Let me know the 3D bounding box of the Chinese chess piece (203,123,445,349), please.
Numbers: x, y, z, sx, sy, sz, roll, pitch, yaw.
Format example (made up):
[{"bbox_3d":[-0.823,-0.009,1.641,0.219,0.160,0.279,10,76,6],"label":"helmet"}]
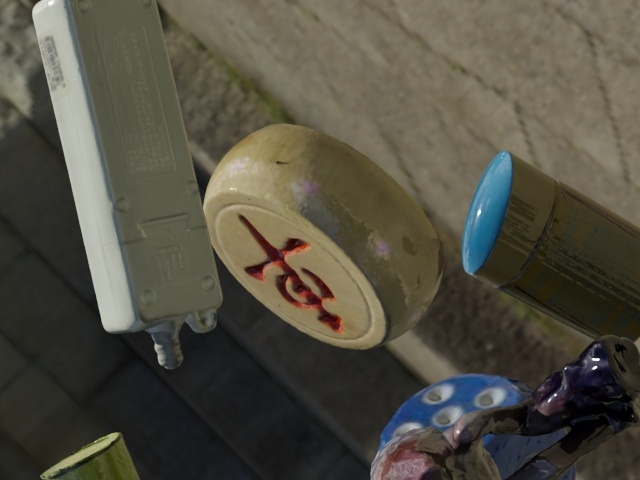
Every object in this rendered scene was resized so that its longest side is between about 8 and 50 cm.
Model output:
[{"bbox_3d":[0.000,0.000,1.476,0.251,0.097,0.251,30,153,17],"label":"Chinese chess piece"}]

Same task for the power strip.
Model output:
[{"bbox_3d":[-0.156,-0.060,1.246,0.058,0.098,0.338,-14,89,50],"label":"power strip"}]

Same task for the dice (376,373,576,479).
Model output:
[{"bbox_3d":[0.147,0.219,1.405,0.146,0.143,0.146,-2,121,42],"label":"dice"}]

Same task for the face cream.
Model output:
[{"bbox_3d":[0.274,0.016,1.687,0.285,0.139,0.067,27,-178,-33],"label":"face cream"}]

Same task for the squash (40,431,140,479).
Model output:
[{"bbox_3d":[-0.192,0.310,1.571,0.224,0.094,0.094,58,171,-8],"label":"squash"}]

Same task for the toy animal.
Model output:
[{"bbox_3d":[0.084,0.167,0.988,0.324,0.195,0.090,-43,63,47],"label":"toy animal"}]
